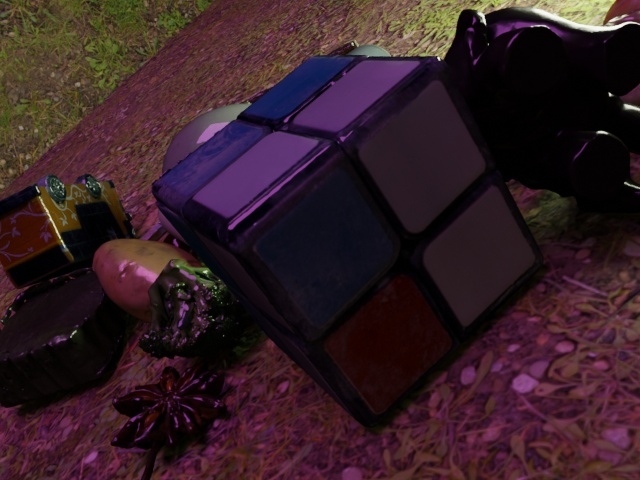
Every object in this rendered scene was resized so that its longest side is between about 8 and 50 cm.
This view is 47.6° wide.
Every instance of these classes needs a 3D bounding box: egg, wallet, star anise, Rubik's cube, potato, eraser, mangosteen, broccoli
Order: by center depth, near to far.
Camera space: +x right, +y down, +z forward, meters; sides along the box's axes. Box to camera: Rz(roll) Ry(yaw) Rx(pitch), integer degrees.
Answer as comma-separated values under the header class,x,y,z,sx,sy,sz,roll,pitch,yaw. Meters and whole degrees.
class,x,y,z,sx,sy,sz,roll,pitch,yaw
Rubik's cube,0.026,-0.020,0.915,0.316,0.313,0.318,-41,28,-12
star anise,-0.227,0.251,1.002,0.177,0.073,0.234,1,27,36
broccoli,-0.190,0.106,1.111,0.195,0.156,0.195,-50,11,13
potato,-0.298,0.073,1.273,0.234,0.128,0.161,13,24,5
mangosteen,-0.271,0.022,1.414,0.081,0.081,0.081,-25,30,16
egg,-0.192,-0.167,1.478,0.282,0.203,0.203,-30,29,14
eraser,-0.382,-0.004,1.620,0.083,0.019,0.038,-45,29,-20
wallet,-0.058,-0.346,1.676,0.335,0.068,0.275,-32,7,-1

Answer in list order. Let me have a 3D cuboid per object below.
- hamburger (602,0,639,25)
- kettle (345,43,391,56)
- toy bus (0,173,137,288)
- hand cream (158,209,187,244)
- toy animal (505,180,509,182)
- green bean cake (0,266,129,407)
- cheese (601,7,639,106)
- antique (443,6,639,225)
class,x,y,z,sx,sy,sz,roll,pitch,yaw
hamburger,0.567,-0.433,1.114,0.302,0.186,0.261,-35,28,-22
kettle,0.095,-0.302,1.467,0.210,0.160,0.243,5,38,23
toy bus,-0.539,-0.025,1.534,0.161,0.194,0.323,-25,1,13
hand cream,-0.141,-0.014,1.271,0.358,0.118,0.185,24,60,37
toy animal,0.275,-0.197,1.155,0.195,0.090,0.324,-37,31,-6
green bean cake,-0.476,0.171,1.337,0.254,0.132,0.241,-20,28,16
cheese,0.455,-0.228,0.990,0.235,0.117,0.218,-38,31,-1
antique,0.275,-0.151,0.851,0.185,0.322,0.255,-47,21,-4
